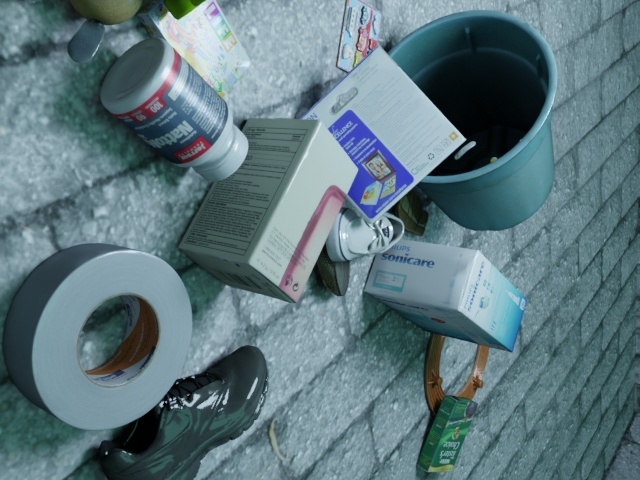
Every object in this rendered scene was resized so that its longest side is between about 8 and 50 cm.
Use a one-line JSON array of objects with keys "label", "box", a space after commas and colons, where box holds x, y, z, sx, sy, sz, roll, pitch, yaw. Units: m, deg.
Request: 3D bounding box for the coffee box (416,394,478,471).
[{"label": "coffee box", "box": [0.308, 0.467, 1.565, 0.113, 0.040, 0.184, 22, 90, -46]}]

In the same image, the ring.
[{"label": "ring", "box": [0.359, 0.285, 1.628, 0.336, 0.032, 0.337, -15, 110, -49]}]

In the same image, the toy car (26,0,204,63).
[{"label": "toy car", "box": [-0.228, -0.291, 0.715, 0.188, 0.149, 0.155, -44, 113, -17]}]

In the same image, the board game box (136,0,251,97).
[{"label": "board game box", "box": [-0.164, -0.269, 0.874, 0.103, 0.026, 0.154, -58, 136, -26]}]

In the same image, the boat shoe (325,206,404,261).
[{"label": "boat shoe", "box": [0.083, -0.018, 1.131, 0.258, 0.084, 0.095, -24, 110, -66]}]

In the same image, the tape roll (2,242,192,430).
[{"label": "tape roll", "box": [-0.264, 0.114, 0.795, 0.219, 0.072, 0.219, -15, 110, -49]}]

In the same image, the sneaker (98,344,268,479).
[{"label": "sneaker", "box": [-0.181, 0.238, 0.903, 0.286, 0.109, 0.130, -47, 125, -37]}]

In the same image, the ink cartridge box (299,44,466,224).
[{"label": "ink cartridge box", "box": [0.089, -0.170, 1.054, 0.206, 0.208, 0.045, -42, 178, 5]}]

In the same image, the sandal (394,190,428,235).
[{"label": "sandal", "box": [0.178, -0.053, 1.329, 0.180, 0.049, 0.072, 31, 79, -64]}]

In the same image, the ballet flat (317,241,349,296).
[{"label": "ballet flat", "box": [0.000, 0.000, 1.118, 0.084, 0.058, 0.250, -74, 152, -44]}]

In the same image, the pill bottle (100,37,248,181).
[{"label": "pill bottle", "box": [-0.175, -0.156, 0.820, 0.180, 0.107, 0.108, 43, 65, -46]}]

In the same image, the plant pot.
[{"label": "plant pot", "box": [0.295, -0.193, 1.243, 0.334, 0.341, 0.341, 39, 67, -56]}]

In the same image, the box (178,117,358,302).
[{"label": "box", "box": [-0.071, -0.048, 0.938, 0.127, 0.148, 0.232, 46, 63, -46]}]

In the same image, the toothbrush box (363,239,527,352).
[{"label": "toothbrush box", "box": [0.263, 0.112, 1.327, 0.295, 0.216, 0.126, 37, 69, -49]}]

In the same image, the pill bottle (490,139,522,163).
[{"label": "pill bottle", "box": [0.456, -0.222, 1.585, 0.103, 0.103, 0.184, -15, 109, -49]}]

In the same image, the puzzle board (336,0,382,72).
[{"label": "puzzle board", "box": [0.072, -0.358, 1.154, 0.096, 0.011, 0.128, 8, 91, -49]}]
